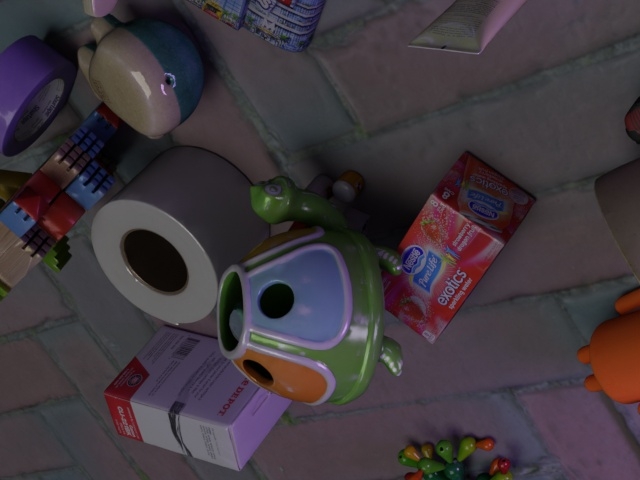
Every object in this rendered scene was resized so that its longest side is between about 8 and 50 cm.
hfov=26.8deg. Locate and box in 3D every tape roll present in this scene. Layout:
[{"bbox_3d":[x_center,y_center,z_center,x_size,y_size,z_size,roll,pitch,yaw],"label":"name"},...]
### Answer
[{"bbox_3d":[-0.486,-0.234,2.181,0.080,0.189,0.189,36,137,4],"label":"tape roll"},{"bbox_3d":[-0.228,-0.010,2.199,0.246,0.169,0.246,19,134,21],"label":"tape roll"}]

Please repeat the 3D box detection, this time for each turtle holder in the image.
[{"bbox_3d":[-0.021,0.074,1.932,0.243,0.227,0.320,-163,79,-66],"label":"turtle holder"}]

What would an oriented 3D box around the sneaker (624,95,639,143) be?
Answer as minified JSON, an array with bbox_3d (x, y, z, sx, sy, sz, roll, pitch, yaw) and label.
[{"bbox_3d":[0.453,-0.218,1.603,0.135,0.098,0.276,45,135,-6],"label":"sneaker"}]

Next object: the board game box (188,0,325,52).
[{"bbox_3d":[-0.084,-0.379,1.874,0.194,0.060,0.194,32,137,9],"label":"board game box"}]

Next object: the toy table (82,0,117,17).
[{"bbox_3d":[-0.263,-0.444,1.830,0.274,0.161,0.252,9,116,44],"label":"toy table"}]

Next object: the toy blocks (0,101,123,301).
[{"bbox_3d":[-0.429,-0.073,2.173,0.191,0.381,0.261,43,126,-12],"label":"toy blocks"}]

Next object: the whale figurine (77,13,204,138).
[{"bbox_3d":[-0.278,-0.264,2.078,0.272,0.141,0.216,16,137,58],"label":"whale figurine"}]

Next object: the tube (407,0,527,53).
[{"bbox_3d":[0.199,-0.281,1.623,0.062,0.240,0.070,47,136,-4],"label":"tube"}]

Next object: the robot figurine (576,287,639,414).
[{"bbox_3d":[0.468,0.158,1.879,0.128,0.158,0.219,39,140,-24],"label":"robot figurine"}]

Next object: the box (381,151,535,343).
[{"bbox_3d":[0.187,0.014,1.961,0.128,0.122,0.257,36,137,6],"label":"box"}]

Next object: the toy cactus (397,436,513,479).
[{"bbox_3d":[0.236,0.412,2.284,0.219,0.112,0.180,-4,132,27],"label":"toy cactus"}]

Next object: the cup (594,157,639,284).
[{"bbox_3d":[0.522,-0.003,1.612,0.237,0.331,0.331,-36,101,20],"label":"cup"}]

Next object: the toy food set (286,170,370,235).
[{"bbox_3d":[0.000,0.000,2.093,0.111,0.104,0.232,25,135,16],"label":"toy food set"}]

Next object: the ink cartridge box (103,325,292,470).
[{"bbox_3d":[-0.214,0.278,2.406,0.272,0.197,0.114,11,131,29],"label":"ink cartridge box"}]
